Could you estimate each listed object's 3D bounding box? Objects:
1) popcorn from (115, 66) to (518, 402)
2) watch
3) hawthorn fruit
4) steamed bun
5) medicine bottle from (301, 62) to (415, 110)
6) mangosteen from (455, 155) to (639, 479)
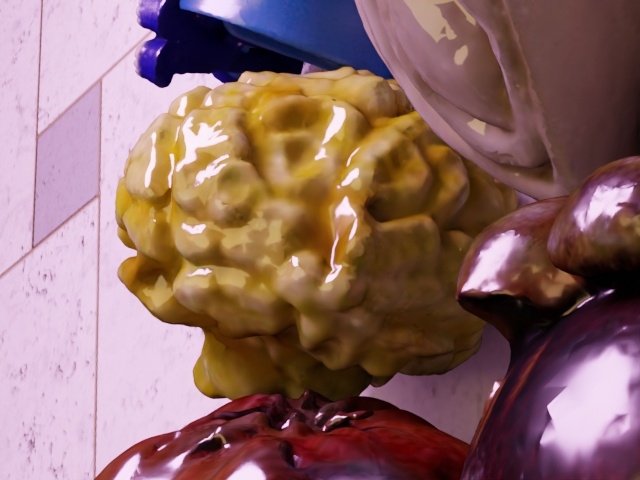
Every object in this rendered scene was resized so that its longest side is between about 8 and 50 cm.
[{"bbox_3d":[0.000,0.000,1.010,0.258,0.270,0.224,-21,44,39],"label":"popcorn"},{"bbox_3d":[-0.019,-0.178,1.098,0.200,0.196,0.171,21,103,38],"label":"watch"},{"bbox_3d":[-0.013,0.246,0.887,0.308,0.308,0.324,-2,70,55],"label":"hawthorn fruit"},{"bbox_3d":[0.152,-0.165,0.789,0.368,0.255,0.342,-2,104,64],"label":"steamed bun"},{"bbox_3d":[0.030,-0.132,1.202,0.201,0.052,0.171,-54,38,26],"label":"medicine bottle"},{"bbox_3d":[0.199,0.088,0.626,0.307,0.307,0.346,-19,84,50],"label":"mangosteen"}]
